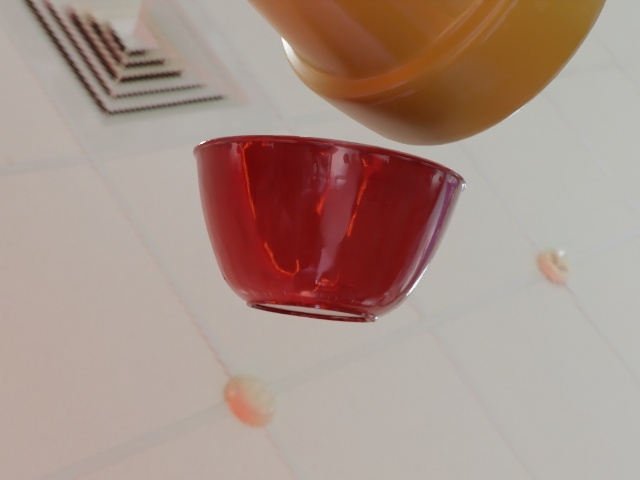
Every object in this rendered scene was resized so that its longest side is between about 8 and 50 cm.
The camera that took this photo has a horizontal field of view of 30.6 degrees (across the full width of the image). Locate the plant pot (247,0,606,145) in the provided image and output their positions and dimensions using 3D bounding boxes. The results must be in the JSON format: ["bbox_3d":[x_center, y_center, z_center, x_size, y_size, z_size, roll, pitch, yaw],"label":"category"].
[{"bbox_3d":[0.030,-0.222,0.778,0.239,0.254,0.254,25,-140,-40],"label":"plant pot"}]

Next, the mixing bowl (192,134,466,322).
[{"bbox_3d":[0.000,0.000,0.766,0.181,0.181,0.098,12,-99,-34],"label":"mixing bowl"}]
